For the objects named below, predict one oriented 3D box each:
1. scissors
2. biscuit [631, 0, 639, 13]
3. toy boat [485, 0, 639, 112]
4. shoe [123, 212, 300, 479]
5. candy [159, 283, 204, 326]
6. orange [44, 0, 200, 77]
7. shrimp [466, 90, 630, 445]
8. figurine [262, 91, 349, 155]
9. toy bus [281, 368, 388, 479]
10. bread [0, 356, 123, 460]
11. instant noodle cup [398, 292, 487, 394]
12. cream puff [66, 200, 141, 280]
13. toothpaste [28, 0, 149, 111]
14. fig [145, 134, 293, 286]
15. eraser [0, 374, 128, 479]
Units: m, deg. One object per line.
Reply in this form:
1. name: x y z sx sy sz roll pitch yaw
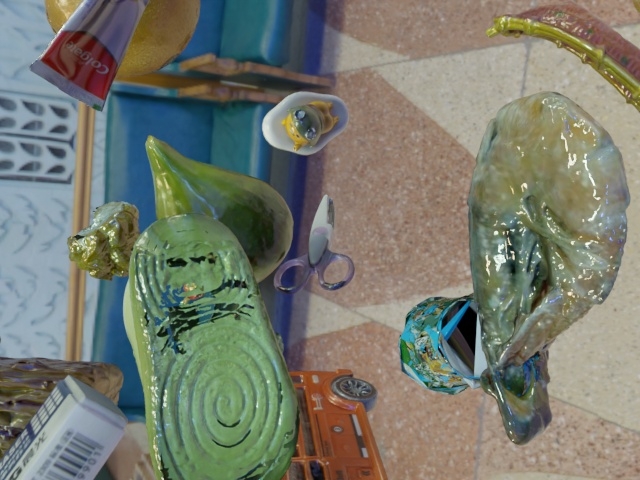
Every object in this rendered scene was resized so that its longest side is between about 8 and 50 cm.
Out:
1. scissors: 0.000 0.000 0.695 0.176 0.086 0.022 -79 -22 -55
2. biscuit: 0.155 -0.139 0.310 0.029 0.118 0.247 -37 65 31
3. toy boat: 0.381 -0.237 0.857 0.318 0.141 0.099 41 114 15
4. shoe: -0.096 0.103 0.569 0.128 0.140 0.262 172 84 -77
5. candy: -0.351 0.160 1.585 0.201 0.061 0.060 -46 48 26
6. orange: -0.358 -0.434 1.139 0.274 0.274 0.274 -5 84 59
7. shrimp: 0.269 0.044 0.773 0.221 0.110 0.445 28 125 56
8. figurine: -0.013 -0.317 1.619 0.166 0.250 0.141 64 159 -9
9. toy bus: 0.006 0.280 0.711 0.329 0.153 0.142 -111 27 -69
10. bread: -0.510 0.296 1.128 0.324 0.278 0.166 146 128 -74
11. instant noodle cup: 0.310 0.224 1.399 0.178 0.240 0.240 134 132 -72
12. cream puff: -0.387 0.006 1.180 0.121 0.156 0.156 5 94 19
13. toothpaste: -0.166 -0.268 0.608 0.301 0.048 0.075 -58 -12 -3
14. fig: -0.177 -0.050 0.968 0.206 0.275 0.206 -22 41 20
15. eraser: -0.370 0.319 0.803 0.124 0.081 0.279 7 60 57
